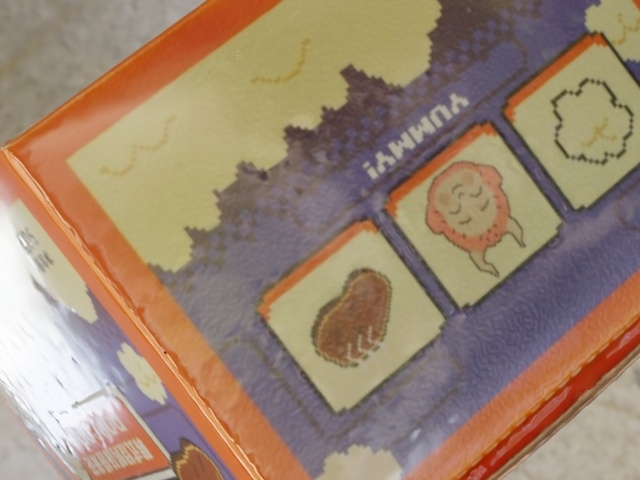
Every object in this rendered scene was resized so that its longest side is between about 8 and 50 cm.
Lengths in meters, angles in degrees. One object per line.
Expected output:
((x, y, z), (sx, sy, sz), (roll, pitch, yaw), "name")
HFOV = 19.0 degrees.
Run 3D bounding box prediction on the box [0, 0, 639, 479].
((0.000, 0.000, 1.005), (0.318, 0.257, 0.348), (-40, -176, -22), "box")
